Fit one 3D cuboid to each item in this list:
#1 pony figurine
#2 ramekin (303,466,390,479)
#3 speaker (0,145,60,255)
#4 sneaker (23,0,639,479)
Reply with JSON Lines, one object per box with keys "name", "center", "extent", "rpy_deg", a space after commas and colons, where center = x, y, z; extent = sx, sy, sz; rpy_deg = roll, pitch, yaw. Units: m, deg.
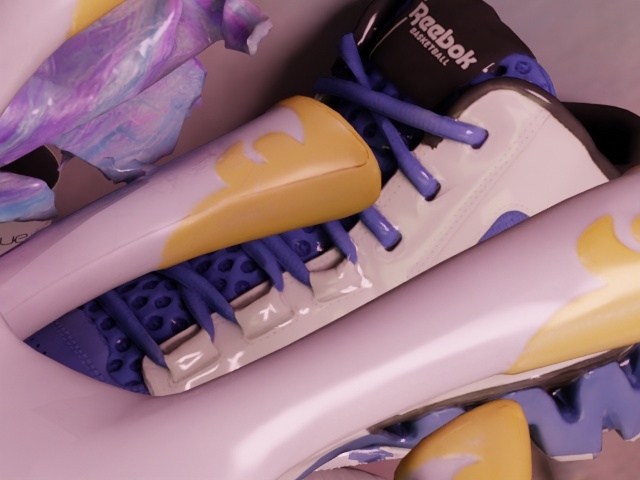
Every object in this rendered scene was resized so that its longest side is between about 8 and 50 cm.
{"name": "pony figurine", "center": [-0.114, 0.037, 0.436], "extent": [0.363, 0.351, 0.303], "rpy_deg": [-41, 162, -32]}
{"name": "ramekin", "center": [-0.012, 0.198, 0.817], "extent": [0.207, 0.109, 0.207], "rpy_deg": [-6, 130, -8]}
{"name": "speaker", "center": [-0.138, 0.022, 0.685], "extent": [0.055, 0.055, 0.136], "rpy_deg": [5, 126, -17]}
{"name": "sneaker", "center": [0.001, 0.000, 0.651], "extent": [0.315, 0.127, 0.182], "rpy_deg": [-12, 124, -25]}
